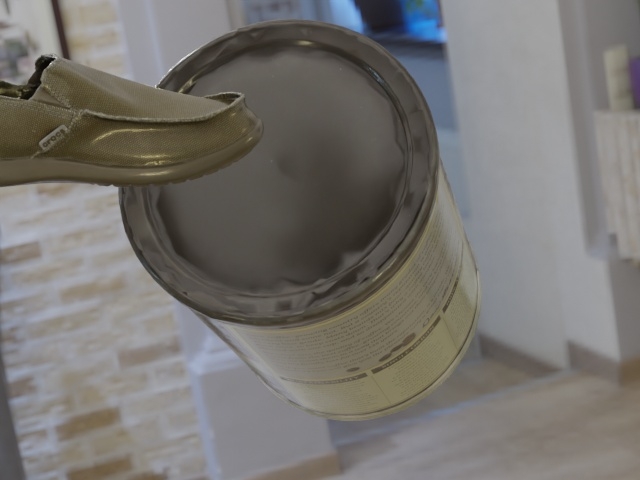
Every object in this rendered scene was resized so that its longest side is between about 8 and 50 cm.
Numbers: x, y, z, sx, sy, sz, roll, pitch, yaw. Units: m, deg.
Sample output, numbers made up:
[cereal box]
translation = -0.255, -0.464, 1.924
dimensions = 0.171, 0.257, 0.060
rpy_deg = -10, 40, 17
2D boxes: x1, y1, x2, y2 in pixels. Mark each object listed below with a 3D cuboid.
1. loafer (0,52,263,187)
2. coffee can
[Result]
[loafer]
translation = -0.095, -0.049, 0.554
dimensions = 0.148, 0.050, 0.056
rpy_deg = -6, 17, -14
[coffee can]
translation = 0.000, 0.000, 0.976
dimensions = 0.201, 0.202, 0.275
rpy_deg = -8, -21, 10
